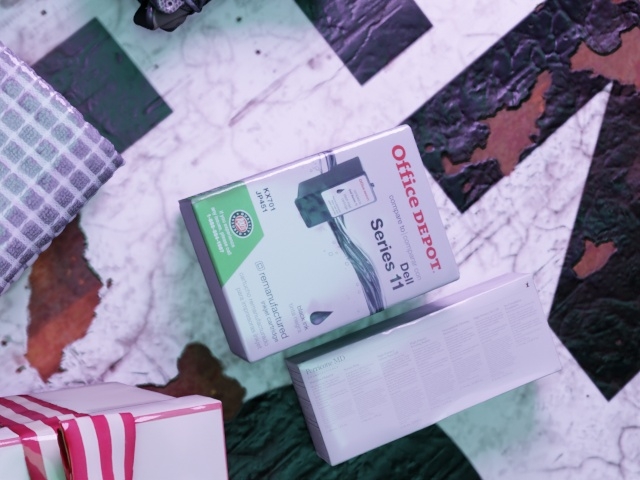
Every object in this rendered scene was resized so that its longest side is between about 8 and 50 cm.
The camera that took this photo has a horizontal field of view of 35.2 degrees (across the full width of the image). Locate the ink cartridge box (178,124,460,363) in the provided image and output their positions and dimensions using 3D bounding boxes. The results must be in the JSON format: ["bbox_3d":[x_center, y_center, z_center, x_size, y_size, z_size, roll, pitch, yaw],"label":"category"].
[{"bbox_3d":[0.000,0.000,0.898,0.209,0.087,0.153,-21,95,-15],"label":"ink cartridge box"}]

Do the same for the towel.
[{"bbox_3d":[-0.334,-0.076,0.794,0.284,0.121,0.235,42,79,-11],"label":"towel"}]

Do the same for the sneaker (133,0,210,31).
[{"bbox_3d":[-0.086,-0.234,0.880,0.228,0.087,0.130,8,89,-11],"label":"sneaker"}]

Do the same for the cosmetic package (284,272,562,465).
[{"bbox_3d":[0.096,0.114,0.935,0.239,0.060,0.098,-19,96,-14],"label":"cosmetic package"}]

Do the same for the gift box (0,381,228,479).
[{"bbox_3d":[-0.214,0.246,0.723,0.277,0.258,0.255,-11,93,-31],"label":"gift box"}]
